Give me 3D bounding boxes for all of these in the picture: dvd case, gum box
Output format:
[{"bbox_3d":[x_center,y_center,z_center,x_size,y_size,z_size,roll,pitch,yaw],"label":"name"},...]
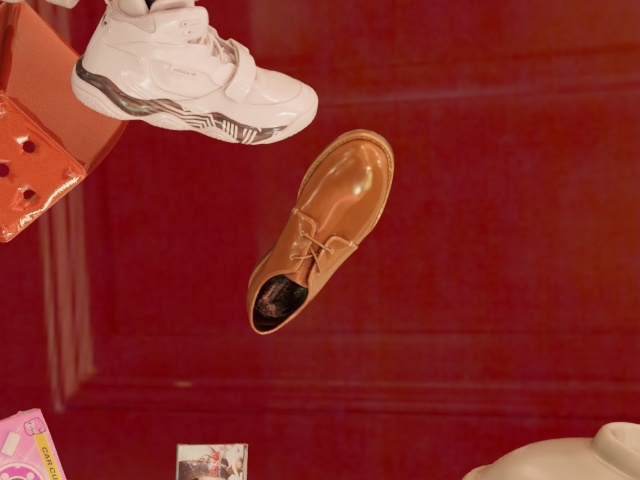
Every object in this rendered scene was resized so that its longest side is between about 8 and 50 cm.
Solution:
[{"bbox_3d":[-0.178,0.376,2.258,0.119,0.013,0.087,4,87,-24],"label":"dvd case"},{"bbox_3d":[-0.350,0.295,1.592,0.107,0.062,0.188,-16,71,-27],"label":"gum box"}]

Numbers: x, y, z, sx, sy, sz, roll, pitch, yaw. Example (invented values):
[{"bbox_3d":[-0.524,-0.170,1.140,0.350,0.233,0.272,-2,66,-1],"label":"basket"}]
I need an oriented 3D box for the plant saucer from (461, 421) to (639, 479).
[{"bbox_3d":[0.312,0.229,1.105,0.400,0.400,0.100,1,106,-68],"label":"plant saucer"}]

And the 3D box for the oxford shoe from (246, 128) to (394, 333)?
[{"bbox_3d":[0.000,0.000,1.183,0.212,0.076,0.076,-59,-173,29],"label":"oxford shoe"}]

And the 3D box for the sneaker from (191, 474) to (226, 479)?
[{"bbox_3d":[-0.064,0.354,1.222,0.110,0.118,0.292,139,-46,-59],"label":"sneaker"}]

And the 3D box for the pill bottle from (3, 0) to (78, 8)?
[{"bbox_3d":[-0.479,-0.438,1.969,0.169,0.302,0.169,20,90,-90],"label":"pill bottle"}]

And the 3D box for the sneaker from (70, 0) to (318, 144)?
[{"bbox_3d":[-0.156,-0.263,1.956,0.137,0.366,0.210,-103,-152,-44],"label":"sneaker"}]

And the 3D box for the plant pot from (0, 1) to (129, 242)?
[{"bbox_3d":[-0.470,-0.158,2.080,0.267,0.267,0.235,45,16,-25],"label":"plant pot"}]
